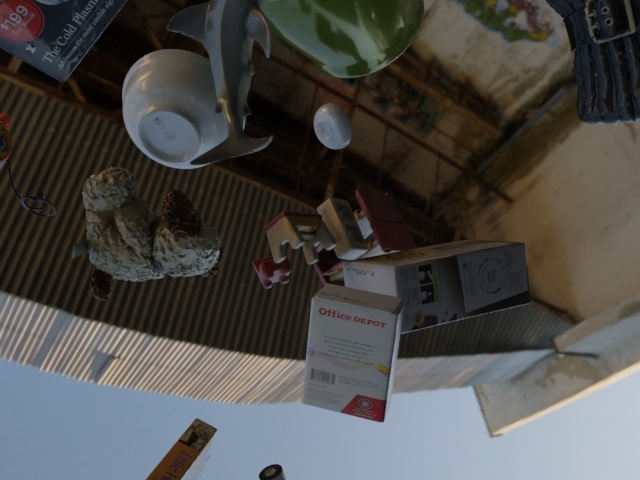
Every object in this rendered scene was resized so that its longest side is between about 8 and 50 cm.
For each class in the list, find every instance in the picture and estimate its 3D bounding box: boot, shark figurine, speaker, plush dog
[{"bbox_3d":[0.256,-0.250,0.695,0.131,0.348,0.260,-41,-59,-35],"label":"boot"},{"bbox_3d":[-0.125,-0.224,0.792,0.116,0.166,0.278,5,-87,-21],"label":"shark figurine"},{"bbox_3d":[-0.085,0.554,1.419,0.055,0.055,0.136,-38,-66,-50],"label":"speaker"},{"bbox_3d":[-0.295,0.006,1.202,0.226,0.262,0.210,-1,-117,11],"label":"plush dog"}]

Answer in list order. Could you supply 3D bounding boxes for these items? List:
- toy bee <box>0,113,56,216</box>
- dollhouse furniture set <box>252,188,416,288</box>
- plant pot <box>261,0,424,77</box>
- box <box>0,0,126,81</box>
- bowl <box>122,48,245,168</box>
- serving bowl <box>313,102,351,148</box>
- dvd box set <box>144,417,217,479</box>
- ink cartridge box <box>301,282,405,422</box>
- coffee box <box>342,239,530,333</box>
[{"bbox_3d":[-0.622,-0.160,1.167,0.298,0.195,0.162,36,-133,-47],"label":"toy bee"},{"bbox_3d":[0.000,0.000,1.354,0.374,0.201,0.152,4,-125,-47],"label":"dollhouse furniture set"},{"bbox_3d":[0.012,-0.472,1.115,0.353,0.367,0.366,41,-154,-55],"label":"plant pot"},{"bbox_3d":[-0.395,-0.448,0.872,0.312,0.343,0.179,27,-157,-47],"label":"box"},{"bbox_3d":[-0.327,-0.270,1.507,0.298,0.298,0.134,27,-141,-16],"label":"bowl"},{"bbox_3d":[0.016,-0.198,1.162,0.027,0.083,0.083,-30,-105,-35],"label":"serving bowl"},{"bbox_3d":[-0.354,0.584,1.289,0.062,0.307,0.420,26,-157,7],"label":"dvd box set"},{"bbox_3d":[0.049,0.163,0.974,0.128,0.175,0.072,11,-163,15],"label":"ink cartridge box"},{"bbox_3d":[0.213,0.076,1.206,0.297,0.168,0.118,-9,-84,-28],"label":"coffee box"}]
